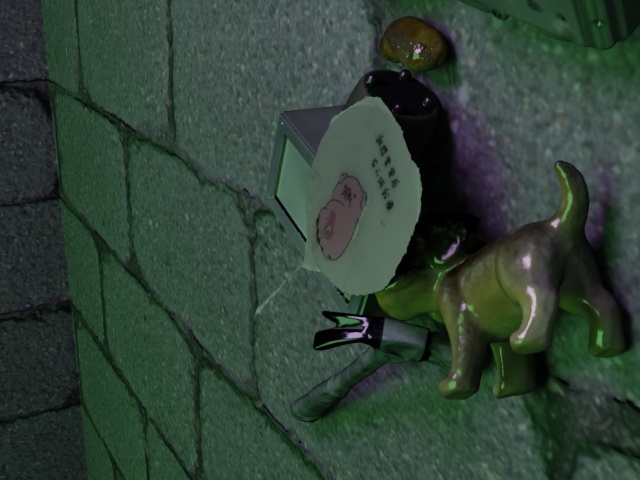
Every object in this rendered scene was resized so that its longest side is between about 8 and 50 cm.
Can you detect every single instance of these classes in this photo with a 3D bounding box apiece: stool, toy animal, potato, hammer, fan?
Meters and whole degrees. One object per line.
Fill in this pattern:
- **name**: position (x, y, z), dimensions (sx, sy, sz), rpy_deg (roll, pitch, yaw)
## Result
- **stool**: position (0.061, -0.105, 0.843), dimensions (0.096, 0.096, 0.110), rpy_deg (60, 143, 34)
- **toy animal**: position (0.139, 0.045, 0.725), dimensions (0.233, 0.121, 0.168), rpy_deg (-25, 66, 59)
- **potato**: position (0.085, -0.186, 0.820), dimensions (0.092, 0.045, 0.046), rpy_deg (42, 150, 57)
- **hammer**: position (0.036, 0.162, 0.987), dimensions (0.427, 0.152, 0.044), rpy_deg (119, 163, -65)
- **fan**: position (-0.001, 0.000, 0.838), dimensions (0.310, 0.010, 0.182), rpy_deg (-49, 48, 44)

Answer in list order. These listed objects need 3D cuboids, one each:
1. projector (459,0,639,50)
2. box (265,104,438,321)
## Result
- **projector**: position (0.095, -0.241, 0.570), dimensions (0.257, 0.099, 0.192), rpy_deg (35, 175, 35)
- **box**: position (0.029, -0.028, 0.938), dimensions (0.225, 0.086, 0.129), rpy_deg (55, 144, 39)
